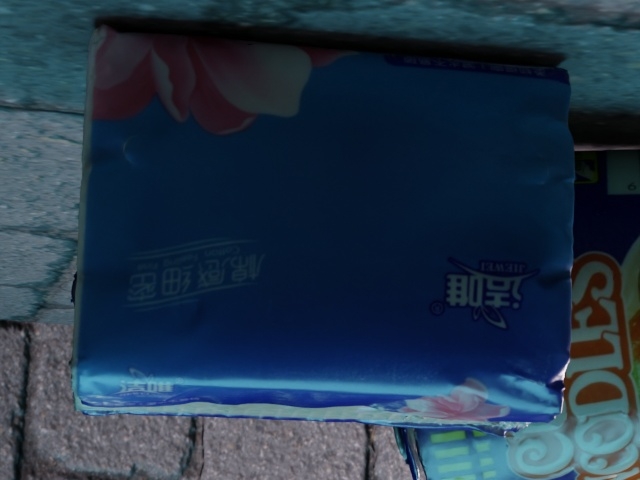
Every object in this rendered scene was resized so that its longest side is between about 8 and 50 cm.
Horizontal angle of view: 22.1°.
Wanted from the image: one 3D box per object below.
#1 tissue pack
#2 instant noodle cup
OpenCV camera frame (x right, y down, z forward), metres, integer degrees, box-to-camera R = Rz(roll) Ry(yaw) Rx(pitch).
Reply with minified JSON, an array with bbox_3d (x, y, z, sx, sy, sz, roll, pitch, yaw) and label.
[{"bbox_3d":[0.000,0.000,0.906,0.270,0.209,0.137,5,173,-7],"label":"tissue pack"},{"bbox_3d":[0.217,0.048,1.089,0.312,0.284,0.284,-7,170,12],"label":"instant noodle cup"}]
